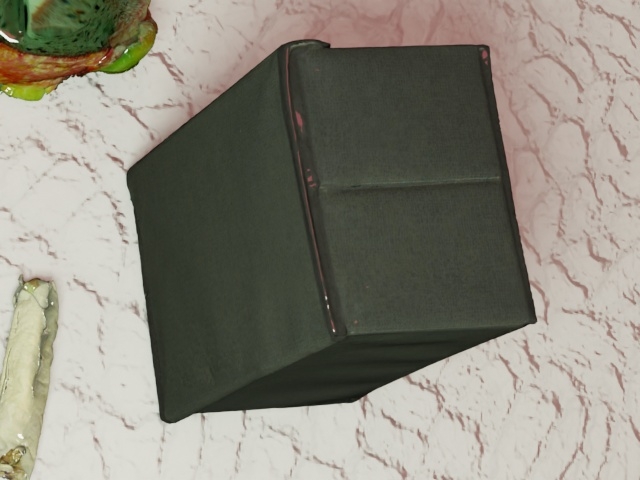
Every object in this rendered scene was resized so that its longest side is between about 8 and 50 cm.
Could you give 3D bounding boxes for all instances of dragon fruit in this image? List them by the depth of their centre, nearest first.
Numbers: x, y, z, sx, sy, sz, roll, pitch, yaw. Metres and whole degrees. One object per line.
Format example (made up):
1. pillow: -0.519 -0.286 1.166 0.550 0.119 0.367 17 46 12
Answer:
1. dragon fruit: -0.268 -0.258 1.764 0.268 0.130 0.295 36 66 -16

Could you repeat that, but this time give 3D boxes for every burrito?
1. burrito: -0.260 0.122 1.713 0.045 0.041 0.185 2 72 21

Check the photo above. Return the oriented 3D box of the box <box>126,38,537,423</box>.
1. box: -0.001 0.000 1.688 0.204 0.345 0.251 -3 77 -29
